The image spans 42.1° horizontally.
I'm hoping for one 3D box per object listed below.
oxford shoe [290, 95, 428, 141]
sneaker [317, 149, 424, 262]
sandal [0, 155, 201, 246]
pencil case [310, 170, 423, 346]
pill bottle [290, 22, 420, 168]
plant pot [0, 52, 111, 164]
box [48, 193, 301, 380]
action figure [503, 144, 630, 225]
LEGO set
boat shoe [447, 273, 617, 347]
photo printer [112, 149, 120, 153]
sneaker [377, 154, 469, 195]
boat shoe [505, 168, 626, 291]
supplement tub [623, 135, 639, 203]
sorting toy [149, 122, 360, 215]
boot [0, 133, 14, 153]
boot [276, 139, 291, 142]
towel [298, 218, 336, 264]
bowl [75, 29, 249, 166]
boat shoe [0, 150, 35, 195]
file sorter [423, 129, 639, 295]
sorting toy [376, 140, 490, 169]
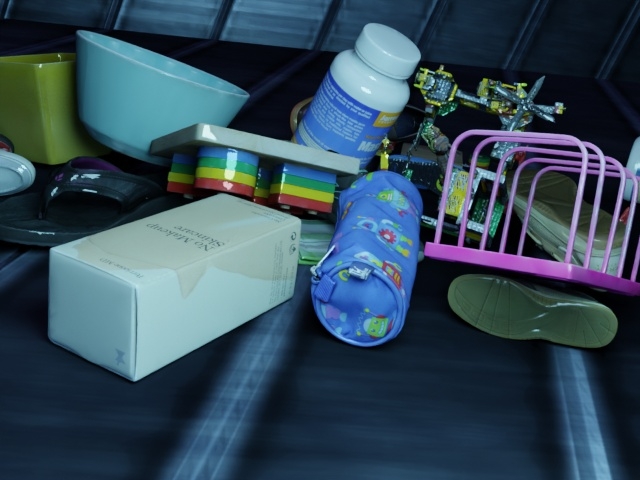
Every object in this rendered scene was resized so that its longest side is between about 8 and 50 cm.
[{"bbox_3d":[0.098,-0.279,1.893,0.363,0.130,0.133,-9,7,-36],"label":"oxford shoe"},{"bbox_3d":[0.069,-0.054,1.347,0.267,0.106,0.101,36,24,34],"label":"sneaker"},{"bbox_3d":[-0.332,-0.086,1.333,0.167,0.107,0.446,21,24,31],"label":"sandal"},{"bbox_3d":[0.065,0.013,1.129,0.133,0.119,0.306,31,30,-7],"label":"pencil case"},{"bbox_3d":[0.066,-0.244,1.490,0.152,0.272,0.152,20,37,-16],"label":"pill bottle"},{"bbox_3d":[-0.500,-0.251,1.570,0.212,0.187,0.212,11,21,34],"label":"plant pot"},{"bbox_3d":[-0.171,0.044,1.034,0.148,0.121,0.311,18,24,27],"label":"box"},{"bbox_3d":[0.451,-0.099,1.590,0.280,0.139,0.091,11,20,15],"label":"action figure"},{"bbox_3d":[0.220,-0.143,1.364,0.255,0.331,0.192,28,-1,16],"label":"LEGO set"},{"bbox_3d":[0.285,0.092,1.132,0.223,0.080,0.073,12,11,10],"label":"boat shoe"},{"bbox_3d":[-0.393,-0.268,1.777,0.256,0.107,0.307,-11,27,-38],"label":"photo printer"},{"bbox_3d":[0.222,-0.136,1.694,0.209,0.069,0.082,13,18,15],"label":"sneaker"},{"bbox_3d":[0.398,-0.028,1.423,0.121,0.110,0.341,-9,27,-9],"label":"boat shoe"},{"bbox_3d":[0.750,-0.132,1.748,0.199,0.144,0.144,17,23,23],"label":"supplement tub"},{"bbox_3d":[-0.113,-0.098,1.286,0.255,0.089,0.257,10,-4,-26],"label":"sorting toy"},{"bbox_3d":[-0.661,-0.157,1.447,0.244,0.088,0.176,7,19,-24],"label":"boot"},{"bbox_3d":[-0.085,-0.134,1.564,0.203,0.095,0.262,3,18,-13],"label":"boot"},{"bbox_3d":[0.000,0.000,1.337,0.113,0.023,0.152,0,23,-17],"label":"towel"},{"bbox_3d":[-0.296,-0.234,1.448,0.311,0.163,0.311,21,11,-4],"label":"bowl"},{"bbox_3d":[-0.580,-0.094,1.334,0.227,0.079,0.081,-1,31,-7],"label":"boat shoe"},{"bbox_3d":[0.316,-0.037,1.153,0.202,0.182,0.290,10,-1,37],"label":"file sorter"},{"bbox_3d":[0.229,-0.167,1.804,0.274,0.046,0.132,10,22,5],"label":"sorting toy"}]
